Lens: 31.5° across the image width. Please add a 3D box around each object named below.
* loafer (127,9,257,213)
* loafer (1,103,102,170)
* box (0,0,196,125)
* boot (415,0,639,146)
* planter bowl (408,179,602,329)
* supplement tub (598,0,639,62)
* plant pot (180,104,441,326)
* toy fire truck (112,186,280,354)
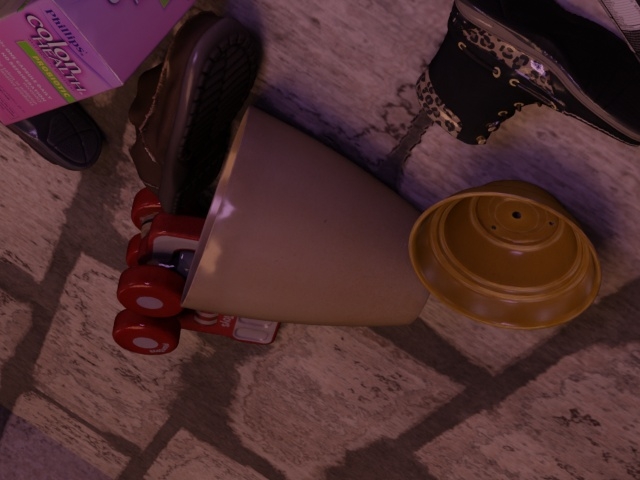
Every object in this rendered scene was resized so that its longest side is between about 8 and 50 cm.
[{"bbox_3d":[-0.183,-0.160,1.387,0.130,0.134,0.366,41,148,7],"label":"loafer"},{"bbox_3d":[-0.435,-0.205,1.570,0.095,0.109,0.302,-5,135,49],"label":"loafer"},{"bbox_3d":[-0.264,-0.257,1.256,0.243,0.213,0.117,-10,128,45],"label":"box"},{"bbox_3d":[0.211,-0.146,1.127,0.236,0.085,0.178,37,150,5],"label":"boot"},{"bbox_3d":[0.215,-0.003,1.290,0.217,0.090,0.217,13,139,12],"label":"planter bowl"},{"bbox_3d":[0.284,-0.222,0.934,0.117,0.117,0.190,-13,126,48],"label":"supplement tub"},{"bbox_3d":[0.000,0.000,1.382,0.274,0.256,0.256,18,148,-9],"label":"plant pot"},{"bbox_3d":[-0.163,0.057,1.662,0.254,0.169,0.302,9,148,-8],"label":"toy fire truck"}]
